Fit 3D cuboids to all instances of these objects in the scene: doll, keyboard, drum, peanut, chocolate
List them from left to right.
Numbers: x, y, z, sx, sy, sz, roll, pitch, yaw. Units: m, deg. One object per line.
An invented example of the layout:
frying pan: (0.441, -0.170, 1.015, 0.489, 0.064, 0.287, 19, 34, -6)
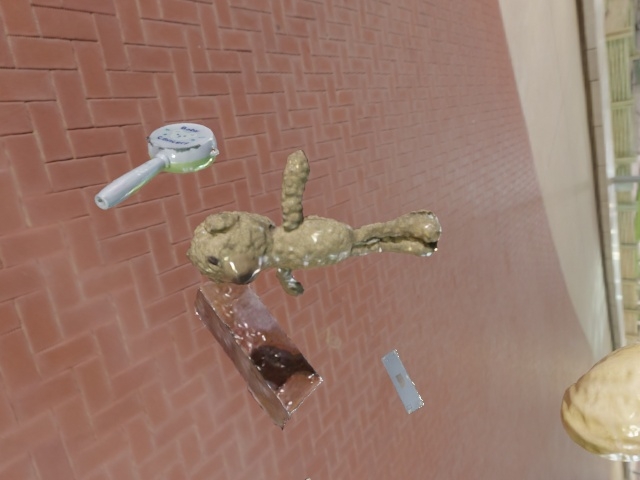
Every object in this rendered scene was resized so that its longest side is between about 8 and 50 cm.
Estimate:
drum: (-0.282, -0.133, 0.738, 0.253, 0.130, 0.049, -38, 143, -42)
chocolate: (-0.127, 0.216, 0.917, 0.112, 0.112, 0.321, -30, 74, -34)
doll: (-0.006, 0.010, 0.544, 0.285, 0.202, 0.091, 13, 49, -34)
keyboard: (0.234, 0.405, 1.285, 0.014, 0.055, 0.176, 20, 36, -47)
peanut: (0.262, 0.109, 0.304, 0.082, 0.187, 0.082, 20, 61, -40)

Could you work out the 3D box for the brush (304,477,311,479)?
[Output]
brush: (0.010, 0.554, 0.870, 0.033, 0.030, 0.178, -28, 73, -16)
